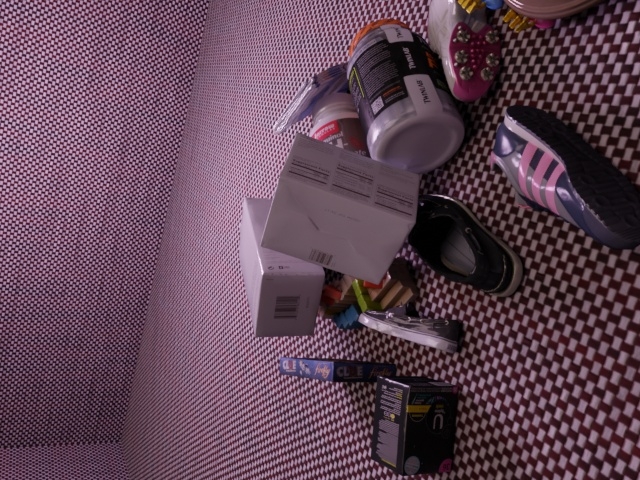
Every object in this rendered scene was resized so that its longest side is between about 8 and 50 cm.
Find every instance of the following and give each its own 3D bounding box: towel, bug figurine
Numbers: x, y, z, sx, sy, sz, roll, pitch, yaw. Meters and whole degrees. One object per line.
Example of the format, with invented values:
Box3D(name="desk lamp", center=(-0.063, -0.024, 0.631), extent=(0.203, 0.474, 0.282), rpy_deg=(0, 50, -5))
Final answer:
Box3D(name="towel", center=(0.009, -0.381, 1.410), extent=(0.034, 0.285, 0.209), rpy_deg=(50, 137, 1))
Box3D(name="bug figurine", center=(0.381, -0.478, 0.933), extent=(0.279, 0.072, 0.216), rpy_deg=(-44, 53, 33))

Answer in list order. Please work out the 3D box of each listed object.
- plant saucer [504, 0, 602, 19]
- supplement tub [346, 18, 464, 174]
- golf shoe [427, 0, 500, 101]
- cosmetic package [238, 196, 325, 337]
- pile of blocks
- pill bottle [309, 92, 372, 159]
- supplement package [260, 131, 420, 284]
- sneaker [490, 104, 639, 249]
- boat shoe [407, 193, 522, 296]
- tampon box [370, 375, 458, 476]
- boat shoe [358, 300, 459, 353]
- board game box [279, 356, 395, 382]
Box3D(name="plant saucer", center=(0.388, -0.487, 0.843), extent=(0.278, 0.041, 0.277), rpy_deg=(-11, 75, 47))
Box3D(name="supplement tub", center=(0.166, -0.308, 1.149), extent=(0.193, 0.194, 0.316), rpy_deg=(-49, 44, 43))
Box3D(name="golf shoe", center=(0.277, -0.400, 1.090), extent=(0.140, 0.115, 0.306), rpy_deg=(137, 138, -66))
Box3D(name="cosmetic package", center=(-0.114, 0.056, 1.397), extent=(0.365, 0.155, 0.197), rpy_deg=(-111, 26, -54))
Box3D(name="pile of blocks", center=(0.070, 0.144, 1.279), extent=(0.362, 0.113, 0.149), rpy_deg=(-32, 56, 53))
Box3D(name="pill bottle", center=(0.065, -0.195, 1.309), extent=(0.176, 0.176, 0.318), rpy_deg=(-46, 45, 46))
Box3D(name="supplement package", center=(0.037, -0.059, 1.093), extent=(0.204, 0.262, 0.145), rpy_deg=(113, 175, -47))
Box3D(name="sneaker", center=(0.373, -0.079, 0.848), extent=(0.319, 0.112, 0.131), rpy_deg=(-109, 23, -43))
Box3D(name="boat shoe", center=(0.229, -0.005, 1.042), extent=(0.340, 0.113, 0.127), rpy_deg=(55, 130, 50))
Box3D(name="tampon box", center=(0.177, 0.346, 1.033), extent=(0.101, 0.120, 0.161), rpy_deg=(-3, 80, 60))
Box3D(name="boat shoe", center=(0.178, 0.162, 1.100), extent=(0.228, 0.080, 0.076), rpy_deg=(10, 81, 47))
Box3D(name="board game box", center=(0.033, 0.295, 1.251), extent=(0.243, 0.165, 0.042), rpy_deg=(-15, 70, 57))
